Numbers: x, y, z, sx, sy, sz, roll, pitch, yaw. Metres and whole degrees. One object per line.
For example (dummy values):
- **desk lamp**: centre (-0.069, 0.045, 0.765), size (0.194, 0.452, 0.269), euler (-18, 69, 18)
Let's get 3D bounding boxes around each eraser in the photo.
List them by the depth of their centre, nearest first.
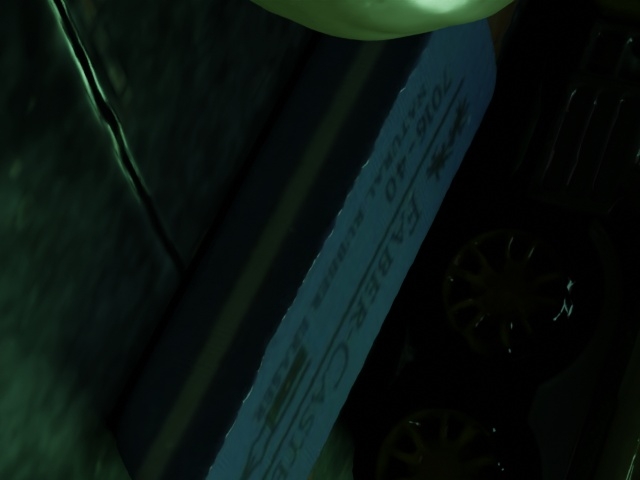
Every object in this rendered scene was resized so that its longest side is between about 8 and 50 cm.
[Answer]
- **eraser**: centre (0.000, 0.000, 0.545), size (0.225, 0.036, 0.082), euler (-63, 158, -21)

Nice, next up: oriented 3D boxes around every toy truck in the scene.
- **toy truck**: centre (0.181, 0.008, 0.743), size (0.405, 0.254, 0.180), euler (-70, 157, -11)

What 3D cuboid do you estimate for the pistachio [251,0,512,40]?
- **pistachio**: centre (-0.002, -0.098, 0.356), size (0.149, 0.113, 0.113), euler (30, 79, -56)
